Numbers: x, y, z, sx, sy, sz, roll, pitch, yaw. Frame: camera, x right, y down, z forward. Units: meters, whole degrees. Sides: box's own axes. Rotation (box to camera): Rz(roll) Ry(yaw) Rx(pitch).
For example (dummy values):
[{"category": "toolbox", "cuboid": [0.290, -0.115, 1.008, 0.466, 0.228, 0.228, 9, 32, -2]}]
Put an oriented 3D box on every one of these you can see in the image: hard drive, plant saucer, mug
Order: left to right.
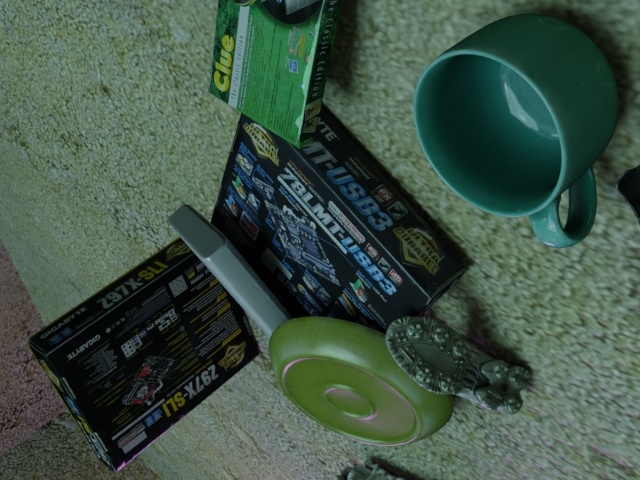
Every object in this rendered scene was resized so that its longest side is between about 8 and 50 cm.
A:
[{"category": "hard drive", "cuboid": [-0.080, 0.094, 1.012, 0.307, 0.040, 0.203, 54, 170, -28]}, {"category": "plant saucer", "cuboid": [0.039, 0.184, 0.894, 0.241, 0.037, 0.241, 18, 142, 14]}, {"category": "mug", "cuboid": [0.150, -0.086, 0.543, 0.129, 0.097, 0.158, 26, 142, 39]}]

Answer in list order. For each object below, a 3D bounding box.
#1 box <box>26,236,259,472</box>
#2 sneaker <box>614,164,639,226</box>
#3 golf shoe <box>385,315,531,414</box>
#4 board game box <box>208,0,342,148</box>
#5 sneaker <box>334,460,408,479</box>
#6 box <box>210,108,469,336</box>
[{"category": "box", "cuboid": [-0.272, 0.175, 1.203, 0.079, 0.322, 0.257, 19, 137, 43]}, {"category": "sneaker", "cuboid": [0.257, 0.013, 0.502, 0.051, 0.089, 0.170, 6, 126, 53]}, {"category": "golf shoe", "cuboid": [0.133, 0.133, 0.783, 0.176, 0.069, 0.086, 30, 170, -18]}, {"category": "board game box", "cuboid": [-0.038, -0.227, 0.668, 0.136, 0.030, 0.260, 34, 130, 26]}, {"category": "sneaker", "cuboid": [0.097, 0.416, 1.156, 0.129, 0.111, 0.297, 58, 150, 4]}, {"category": "box", "cuboid": [0.000, 0.000, 0.878, 0.295, 0.073, 0.293, 47, 150, 11]}]
